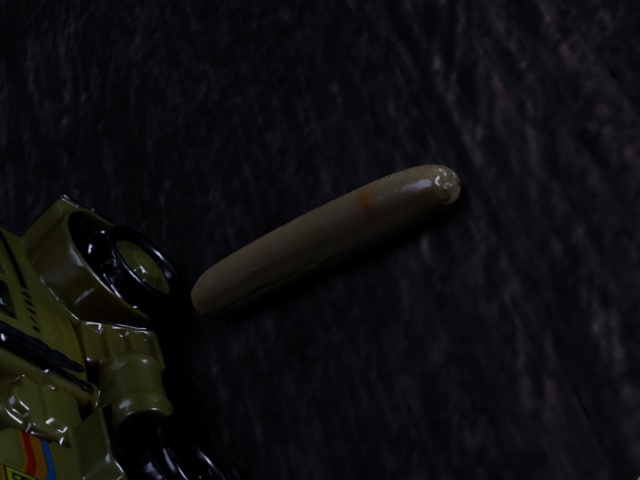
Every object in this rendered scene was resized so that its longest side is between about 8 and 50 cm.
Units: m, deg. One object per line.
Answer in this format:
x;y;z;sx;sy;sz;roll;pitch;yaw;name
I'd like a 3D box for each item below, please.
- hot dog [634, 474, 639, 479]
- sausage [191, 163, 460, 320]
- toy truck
0.030;0.156;0.456;0.250;0.104;0.076;-56;27;6;hot dog
0.000;0.000;0.701;0.132;0.024;0.024;-27;42;37;sausage
-0.116;0.083;0.685;0.127;0.127;0.257;-44;31;18;toy truck
